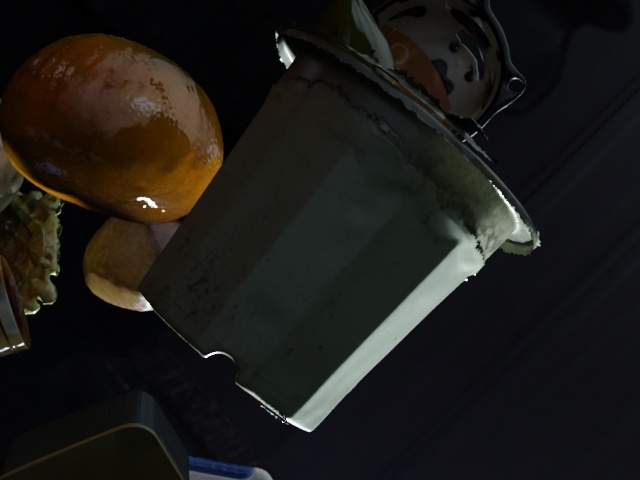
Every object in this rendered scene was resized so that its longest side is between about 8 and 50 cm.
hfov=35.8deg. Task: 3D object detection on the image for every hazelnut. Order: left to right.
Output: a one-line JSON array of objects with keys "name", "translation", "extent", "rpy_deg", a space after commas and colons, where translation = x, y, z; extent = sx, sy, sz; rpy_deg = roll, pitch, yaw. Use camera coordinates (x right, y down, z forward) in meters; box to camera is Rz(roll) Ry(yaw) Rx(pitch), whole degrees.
[{"name": "hazelnut", "translation": [-0.307, 0.024, 1.733], "extent": [0.186, 0.210, 0.210], "rpy_deg": [52, 179, -34]}]

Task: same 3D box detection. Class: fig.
[{"name": "fig", "translation": [0.050, -0.242, 1.271], "extent": [0.126, 0.185, 0.133], "rpy_deg": [23, -140, -13]}]

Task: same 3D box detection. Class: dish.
[{"name": "dish", "translation": [0.186, -0.278, 1.655], "extent": [0.303, 0.303, 0.120], "rpy_deg": [46, -171, 13]}]

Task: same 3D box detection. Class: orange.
[{"name": "orange", "translation": [-0.213, -0.116, 1.018], "extent": [0.240, 0.171, 0.240], "rpy_deg": [19, 172, 3]}]

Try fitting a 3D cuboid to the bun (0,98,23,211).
[{"name": "bun", "translation": [-0.511, -0.116, 1.483], "extent": [0.133, 0.231, 0.231], "rpy_deg": [23, -176, -3]}]

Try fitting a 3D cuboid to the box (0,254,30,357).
[{"name": "box", "translation": [-0.331, 0.068, 1.018], "extent": [0.105, 0.037, 0.106], "rpy_deg": [164, 90, -79]}]

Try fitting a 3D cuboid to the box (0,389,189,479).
[{"name": "box", "translation": [-0.258, 0.268, 1.137], "extent": [0.090, 0.201, 0.144], "rpy_deg": [-104, -11, -63]}]

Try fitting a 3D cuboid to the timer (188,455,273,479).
[{"name": "timer", "translation": [-0.165, 0.427, 1.345], "extent": [0.178, 0.254, 0.078], "rpy_deg": [12, 153, -6]}]

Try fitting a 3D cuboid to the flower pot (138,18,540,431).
[{"name": "flower pot", "translation": [0.000, 0.000, 0.825], "extent": [0.290, 0.259, 0.290], "rpy_deg": [39, 178, 2]}]

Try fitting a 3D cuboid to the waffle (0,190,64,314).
[{"name": "waffle", "translation": [-0.499, 0.023, 1.573], "extent": [0.054, 0.204, 0.224], "rpy_deg": [29, -128, -53]}]
